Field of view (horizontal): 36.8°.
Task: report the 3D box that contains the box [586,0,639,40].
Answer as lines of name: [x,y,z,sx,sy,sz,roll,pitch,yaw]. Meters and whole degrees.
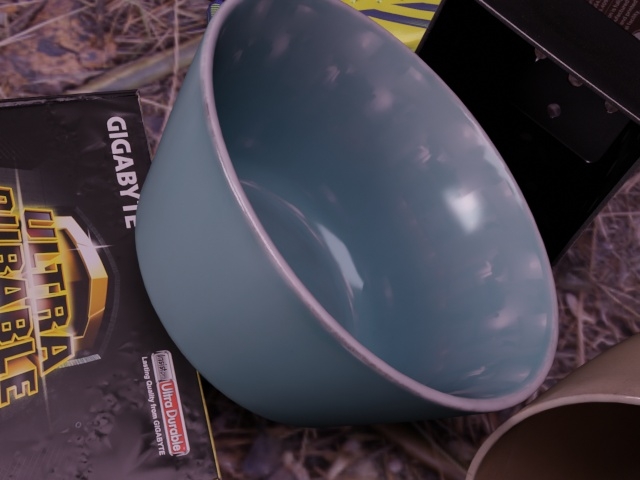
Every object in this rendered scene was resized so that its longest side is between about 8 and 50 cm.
box: [0.179,-0.334,0.949,0.381,0.143,0.191,12,58,-4]

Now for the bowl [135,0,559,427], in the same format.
bowl: [0.000,0.000,0.652,0.311,0.163,0.312,29,42,-30]

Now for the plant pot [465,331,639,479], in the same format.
plant pot: [0.272,0.146,0.637,0.256,0.256,0.274,43,44,13]

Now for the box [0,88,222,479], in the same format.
box: [-0.224,0.051,0.658,0.257,0.079,0.322,-8,62,-15]

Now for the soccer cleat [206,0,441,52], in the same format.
soccer cleat: [0.037,-0.195,0.841,0.289,0.093,0.121,-20,95,-21]

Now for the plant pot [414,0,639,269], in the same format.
plant pot: [0.180,-0.106,0.796,0.187,0.188,0.167,41,45,13]
